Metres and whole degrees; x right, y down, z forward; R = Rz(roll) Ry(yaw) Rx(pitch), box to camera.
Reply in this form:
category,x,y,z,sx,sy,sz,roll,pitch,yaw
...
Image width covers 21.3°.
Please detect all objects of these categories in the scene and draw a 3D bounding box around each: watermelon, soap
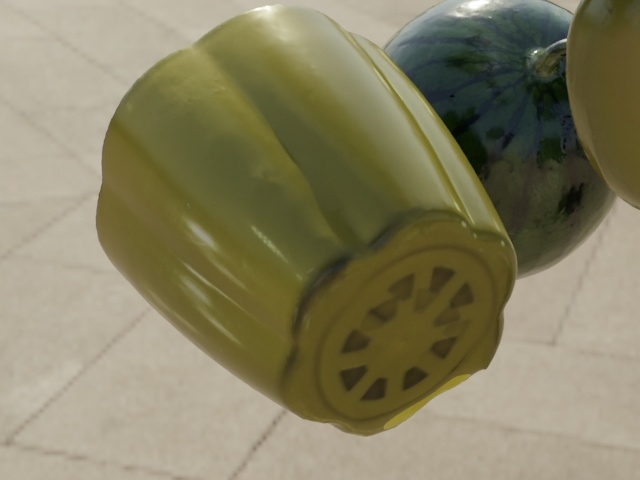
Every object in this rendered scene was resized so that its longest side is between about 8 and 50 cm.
category,x,y,z,sx,sy,sz,roll,pitch,yaw
watermelon,0.113,-0.072,1.104,0.188,0.188,0.214,-2,-23,-12
soap,0.145,-0.055,0.518,0.140,0.089,0.045,-13,21,5

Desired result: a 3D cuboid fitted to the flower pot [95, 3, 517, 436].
category,x,y,z,sx,sy,sz,roll,pitch,yaw
flower pot,0.000,0.000,0.893,0.195,0.195,0.179,-8,36,-27
